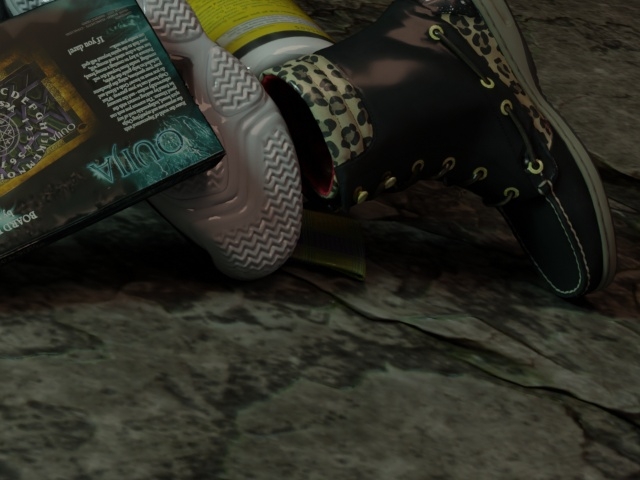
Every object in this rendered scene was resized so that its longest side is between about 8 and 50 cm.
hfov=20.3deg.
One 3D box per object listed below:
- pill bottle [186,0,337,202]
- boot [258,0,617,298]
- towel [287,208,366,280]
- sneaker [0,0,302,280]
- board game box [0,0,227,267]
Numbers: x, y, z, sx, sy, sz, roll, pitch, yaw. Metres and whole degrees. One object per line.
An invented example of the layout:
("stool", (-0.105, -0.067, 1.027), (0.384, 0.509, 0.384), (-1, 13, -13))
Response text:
("pill bottle", (-0.054, -0.119, 1.248), (0.119, 0.119, 0.208), (4, 26, -27))
("boot", (0.076, -0.043, 1.143), (0.178, 0.236, 0.085), (-29, 5, -31))
("towel", (0.000, 0.000, 1.151), (0.060, 0.009, 0.083), (13, 23, -10))
("sneaker", (-0.118, -0.078, 1.126), (0.101, 0.153, 0.269), (-34, 86, -29))
("board game box", (-0.160, -0.062, 0.997), (0.186, 0.026, 0.126), (-27, 83, -30))
